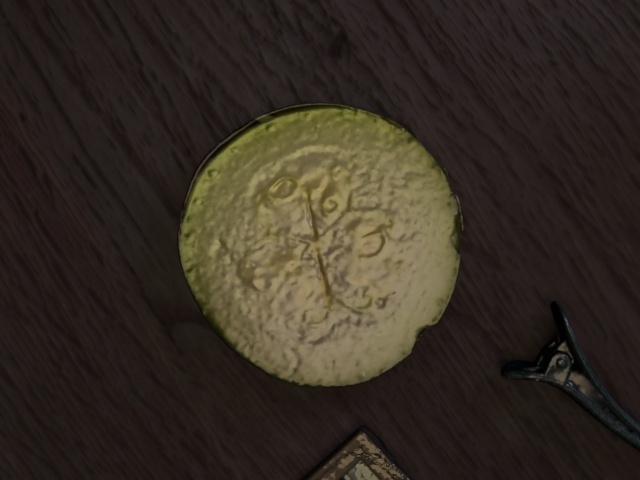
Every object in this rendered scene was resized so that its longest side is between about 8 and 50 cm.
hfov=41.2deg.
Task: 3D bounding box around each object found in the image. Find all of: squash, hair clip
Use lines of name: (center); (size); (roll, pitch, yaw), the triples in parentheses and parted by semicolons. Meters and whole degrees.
squash: (0.001, 0.000, 0.657); (0.219, 0.041, 0.219); (0, 88, 7)
hair clip: (0.248, 0.139, 0.643); (0.229, 0.039, 0.070); (36, 96, -2)

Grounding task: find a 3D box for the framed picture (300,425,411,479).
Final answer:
framed picture: (0.059, 0.349, 0.672); (0.247, 0.022, 0.335); (-43, 89, 6)
